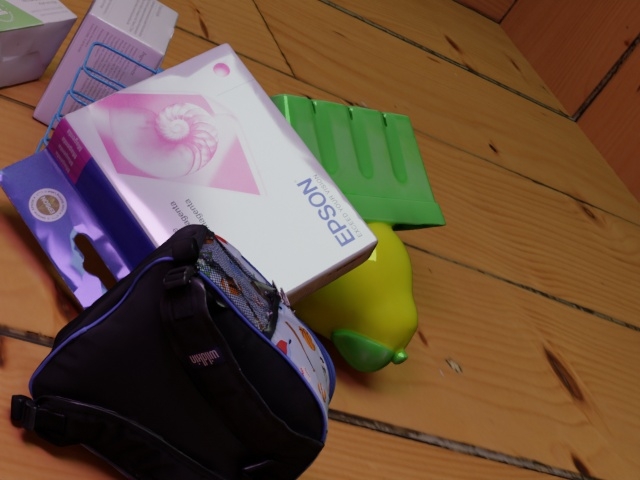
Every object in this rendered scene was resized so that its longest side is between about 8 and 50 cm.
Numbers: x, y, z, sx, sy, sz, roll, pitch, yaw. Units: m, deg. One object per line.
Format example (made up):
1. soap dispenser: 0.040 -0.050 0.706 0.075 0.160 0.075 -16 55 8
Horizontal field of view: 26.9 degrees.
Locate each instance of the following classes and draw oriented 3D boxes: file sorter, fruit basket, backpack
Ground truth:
1. file sorter: -0.288 -0.153 1.728 0.104 0.170 0.118 27 25 -15
2. fruit basket: 0.000 0.000 1.827 0.392 0.283 0.392 8 79 -51
3. backpack: -0.121 0.142 1.345 0.263 0.276 0.213 48 24 -8

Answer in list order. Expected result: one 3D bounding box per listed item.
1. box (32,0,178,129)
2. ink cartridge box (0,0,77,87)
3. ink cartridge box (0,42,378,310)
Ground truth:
1. box: -0.297 -0.247 1.871 0.119 0.182 0.181 29 25 -13
2. ink cartridge box: -0.536 -0.362 1.831 0.353 0.119 0.207 40 24 7
3. ink cartridge box: -0.155 -0.040 1.560 0.330 0.071 0.324 -30 74 -27
